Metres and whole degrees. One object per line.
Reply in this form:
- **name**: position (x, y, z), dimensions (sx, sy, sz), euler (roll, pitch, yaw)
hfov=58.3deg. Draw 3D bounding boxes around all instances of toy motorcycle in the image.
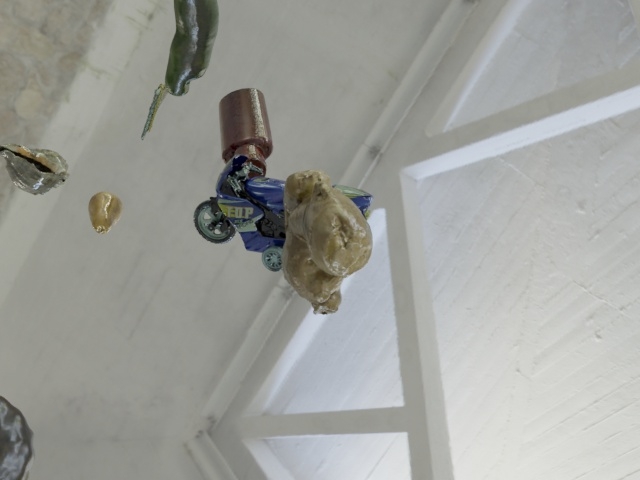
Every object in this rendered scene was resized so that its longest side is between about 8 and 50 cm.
- **toy motorcycle**: position (-0.070, -0.050, 0.933), dimensions (0.315, 0.113, 0.169), euler (8, -62, 17)

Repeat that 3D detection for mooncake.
- **mooncake**: position (-0.716, 0.439, 1.121), dimensions (0.161, 0.290, 0.290), euler (-38, -123, 31)

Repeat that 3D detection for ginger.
- **ginger**: position (0.002, 0.010, 0.492), dimensions (0.214, 0.059, 0.133), euler (-139, -133, -72)

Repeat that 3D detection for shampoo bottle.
- **shampoo bottle**: position (-0.145, -0.206, 1.116), dimensions (0.102, 0.064, 0.260), euler (-17, -138, 2)

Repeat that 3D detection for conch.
- **conch**: position (-0.692, -0.182, 1.395), dimensions (0.155, 0.207, 0.130), euler (4, -111, 23)

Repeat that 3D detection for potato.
- **potato**: position (-0.415, -0.053, 1.106), dimensions (0.062, 0.068, 0.083), euler (-38, -138, 22)

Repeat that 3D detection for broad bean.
- **broad bean**: position (-0.203, -0.311, 0.731), dimensions (0.144, 0.292, 0.049), euler (-19, -126, 10)

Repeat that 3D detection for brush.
- **brush**: position (-0.273, -0.243, 0.983), dimensions (0.218, 0.010, 0.082), euler (-97, -149, -61)
